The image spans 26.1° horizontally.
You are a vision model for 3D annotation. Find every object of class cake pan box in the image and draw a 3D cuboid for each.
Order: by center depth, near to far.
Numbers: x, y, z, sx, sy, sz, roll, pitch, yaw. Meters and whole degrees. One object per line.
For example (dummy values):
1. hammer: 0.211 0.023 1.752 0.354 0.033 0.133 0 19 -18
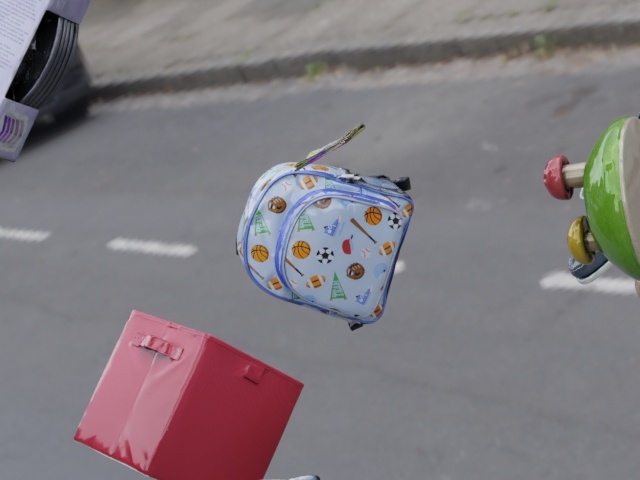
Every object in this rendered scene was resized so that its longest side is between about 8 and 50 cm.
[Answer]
1. cake pan box: -0.394 -0.247 1.562 0.267 0.246 0.070 27 6 29

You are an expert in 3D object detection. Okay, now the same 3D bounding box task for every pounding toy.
1. pounding toy: 0.321 -0.030 1.544 0.110 0.237 0.183 -9 66 27

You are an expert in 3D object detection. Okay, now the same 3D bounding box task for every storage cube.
1. storage cube: -0.172 0.227 1.825 0.183 0.215 0.193 12 74 48

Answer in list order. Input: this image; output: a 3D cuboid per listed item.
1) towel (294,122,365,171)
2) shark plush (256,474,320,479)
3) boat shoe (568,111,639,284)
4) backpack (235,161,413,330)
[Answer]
1. towel: 0.011 -0.107 1.576 0.083 0.009 0.060 -27 9 31
2. shark plush: -0.061 0.261 1.305 0.161 0.067 0.073 5 -17 -37
3. boat shoe: 0.399 -0.062 1.847 0.254 0.079 0.095 -56 21 5
4. backpack: 0.000 0.000 2.239 0.263 0.277 0.213 16 4 -6
